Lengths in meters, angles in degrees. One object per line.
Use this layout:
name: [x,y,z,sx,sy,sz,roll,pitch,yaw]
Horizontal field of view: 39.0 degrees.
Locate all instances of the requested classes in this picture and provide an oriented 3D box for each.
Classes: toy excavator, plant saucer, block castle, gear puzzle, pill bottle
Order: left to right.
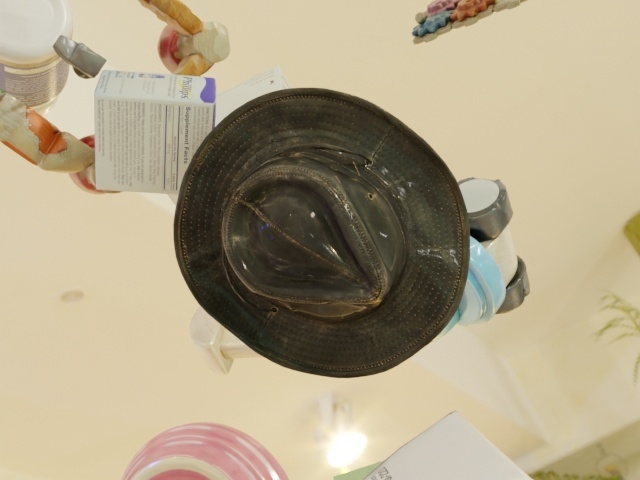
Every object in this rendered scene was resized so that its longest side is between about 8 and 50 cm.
pill bottle: [-0.486,-0.306,1.473,0.153,0.153,0.265,-8,-14,-19]
block castle: [-0.372,-0.283,1.167,0.453,0.213,0.303,37,-96,-23]
plant saucer: [-0.191,0.449,1.383,0.332,0.332,0.084,-36,-16,17]
toy excavator: [0.058,0.080,1.475,0.445,0.433,0.222,-46,-46,-28]
gear puzzle: [0.319,-0.451,1.612,0.339,0.175,0.044,-17,-64,29]

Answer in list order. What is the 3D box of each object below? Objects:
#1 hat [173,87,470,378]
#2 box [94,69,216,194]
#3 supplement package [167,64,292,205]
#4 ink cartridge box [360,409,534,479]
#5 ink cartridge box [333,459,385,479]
hat: [0.000,0.000,0.927,0.331,0.331,0.134,-26,4,5]
box: [-0.195,-0.127,1.071,0.137,0.072,0.126,4,-57,-7]
supplement package: [-0.141,-0.148,1.607,0.262,0.145,0.204,-23,-52,12]
ink cartridge box: [0.122,0.218,0.504,0.092,0.218,0.158,-39,6,-3]
ink cartridge box: [0.089,0.345,0.915,0.056,0.235,0.171,-28,-6,-33]
